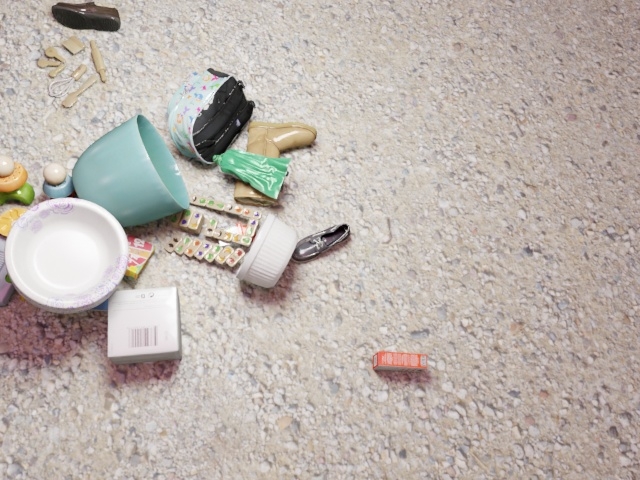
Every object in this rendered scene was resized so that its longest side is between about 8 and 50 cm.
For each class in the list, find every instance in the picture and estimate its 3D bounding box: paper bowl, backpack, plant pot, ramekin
[{"bbox_3d":[-0.642,0.045,1.513,0.284,0.148,0.284,6,74,-22],"label":"paper bowl"},{"bbox_3d":[-0.346,-0.370,1.801,0.191,0.225,0.253,19,70,23],"label":"backpack"},{"bbox_3d":[-0.541,-0.170,1.663,0.235,0.293,0.293,-25,74,2],"label":"plant pot"},{"bbox_3d":[-0.147,0.037,1.684,0.109,0.207,0.207,28,67,-7],"label":"ramekin"}]

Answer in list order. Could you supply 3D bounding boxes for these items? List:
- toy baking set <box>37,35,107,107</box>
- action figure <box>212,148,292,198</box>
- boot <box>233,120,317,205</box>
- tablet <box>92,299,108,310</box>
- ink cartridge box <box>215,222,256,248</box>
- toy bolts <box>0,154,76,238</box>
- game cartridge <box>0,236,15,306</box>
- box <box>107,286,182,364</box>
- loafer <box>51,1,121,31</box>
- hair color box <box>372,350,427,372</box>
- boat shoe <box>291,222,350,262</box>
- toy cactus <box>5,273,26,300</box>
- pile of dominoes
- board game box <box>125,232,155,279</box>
[{"bbox_3d":[-0.786,-0.540,1.901,0.196,0.030,0.256,-23,73,-14],"label":"toy baking set"},{"bbox_3d":[-0.213,-0.215,1.772,0.232,0.063,0.137,19,72,7],"label":"action figure"},{"bbox_3d":[-0.137,-0.235,1.856,0.236,0.089,0.270,3,67,5],"label":"boot"},{"bbox_3d":[-0.615,0.156,1.662,0.054,0.006,0.083,4,69,-8],"label":"tablet"},{"bbox_3d":[-0.251,-0.018,1.777,0.115,0.029,0.063,-12,70,-12],"label":"ink cartridge box"},{"bbox_3d":[-0.802,-0.133,1.645,0.228,0.158,0.218,-5,56,-13],"label":"toy bolts"},{"bbox_3d":[-0.961,0.063,1.619,0.294,0.060,0.196,21,63,0],"label":"game cartridge"},{"bbox_3d":[-0.469,0.229,1.595,0.181,0.119,0.182,-3,69,-10],"label":"box"},{"bbox_3d":[-0.770,-0.747,1.964,0.220,0.080,0.078,8,58,-12],"label":"loafer"},{"bbox_3d":[0.225,0.346,1.688,0.141,0.072,0.043,6,68,-8],"label":"hair color box"},{"bbox_3d":[0.000,0.000,1.792,0.206,0.065,0.075,-25,75,-17],"label":"boat shoe"},{"bbox_3d":[-0.732,0.080,1.622,0.219,0.112,0.181,-2,61,-17],"label":"toy cactus"},{"bbox_3d":[-0.319,-0.035,1.739,0.251,0.040,0.196,13,68,9],"label":"pile of dominoes"},{"bbox_3d":[-0.611,0.011,1.670,0.259,0.039,0.124,22,40,-3],"label":"board game box"}]
